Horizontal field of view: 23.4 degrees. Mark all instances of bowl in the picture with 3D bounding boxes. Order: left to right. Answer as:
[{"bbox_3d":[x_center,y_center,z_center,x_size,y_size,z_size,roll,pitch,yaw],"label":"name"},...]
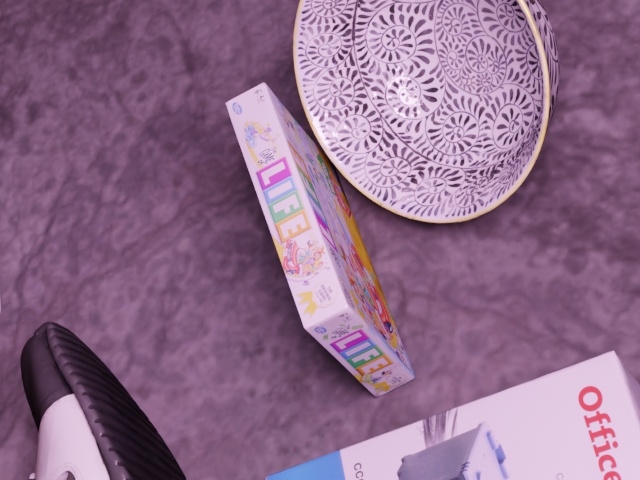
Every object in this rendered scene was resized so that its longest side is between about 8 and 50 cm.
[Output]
[{"bbox_3d":[0.074,-0.102,0.869,0.170,0.170,0.080,23,33,33],"label":"bowl"}]

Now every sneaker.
[{"bbox_3d":[-0.125,0.193,0.804,0.146,0.122,0.331,-30,56,6],"label":"sneaker"}]

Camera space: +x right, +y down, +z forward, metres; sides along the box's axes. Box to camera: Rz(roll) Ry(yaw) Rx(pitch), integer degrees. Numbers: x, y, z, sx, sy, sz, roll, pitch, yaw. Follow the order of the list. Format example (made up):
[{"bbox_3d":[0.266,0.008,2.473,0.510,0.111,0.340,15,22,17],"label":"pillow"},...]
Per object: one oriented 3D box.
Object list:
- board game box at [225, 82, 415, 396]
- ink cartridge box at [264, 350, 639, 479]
[{"bbox_3d":[0.000,0.000,0.854,0.026,0.103,0.154,-27,57,11],"label":"board game box"},{"bbox_3d":[0.083,0.155,0.750,0.190,0.082,0.140,-23,57,15],"label":"ink cartridge box"}]
